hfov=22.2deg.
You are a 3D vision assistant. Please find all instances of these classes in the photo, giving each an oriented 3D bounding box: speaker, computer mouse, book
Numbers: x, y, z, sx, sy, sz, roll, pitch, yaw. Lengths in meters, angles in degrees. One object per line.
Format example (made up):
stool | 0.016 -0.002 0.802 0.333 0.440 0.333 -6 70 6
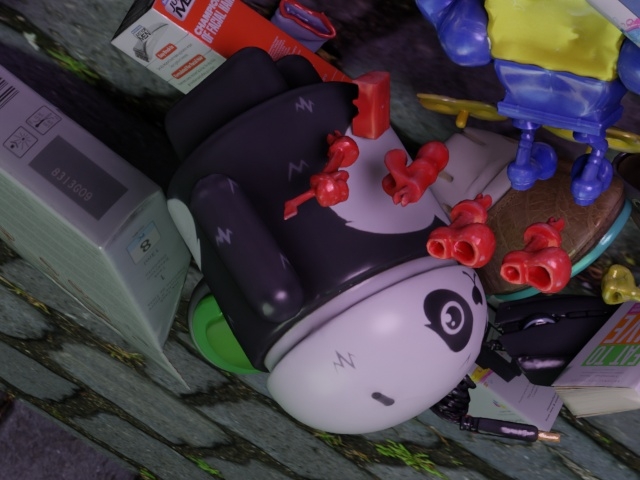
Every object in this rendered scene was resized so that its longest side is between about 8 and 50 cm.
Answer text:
speaker | -0.036 0.061 1.637 0.131 0.131 0.296 35 158 -15
computer mouse | 0.202 0.099 1.338 0.262 0.184 0.060 12 124 -7
book | 0.258 0.075 1.267 0.035 0.144 0.096 52 153 -14

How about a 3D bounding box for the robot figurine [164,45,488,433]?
robot figurine | 0.003 -0.001 1.148 0.278 0.209 0.173 61 155 16

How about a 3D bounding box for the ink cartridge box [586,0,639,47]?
ink cartridge box | 0.199 -0.165 0.781 0.212 0.154 0.093 38 156 -20

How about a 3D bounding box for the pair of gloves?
pair of gloves | -0.077 -0.177 1.288 0.198 0.023 0.159 30 157 -6

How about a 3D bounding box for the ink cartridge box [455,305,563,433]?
ink cartridge box | 0.141 0.117 1.613 0.175 0.072 0.127 37 158 -22

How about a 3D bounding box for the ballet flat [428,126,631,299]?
ballet flat | 0.129 -0.025 1.221 0.124 0.116 0.342 44 176 -1

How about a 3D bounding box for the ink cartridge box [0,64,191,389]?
ink cartridge box | -0.256 -0.022 1.692 0.308 0.091 0.385 36 165 22

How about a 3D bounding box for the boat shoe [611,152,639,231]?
boat shoe | 0.299 -0.026 1.053 0.092 0.103 0.285 37 164 -28

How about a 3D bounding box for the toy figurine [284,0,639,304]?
toy figurine | 0.156 -0.107 0.936 0.362 0.191 0.217 16 124 28

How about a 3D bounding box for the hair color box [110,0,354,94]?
hair color box | -0.068 -0.138 1.263 0.167 0.053 0.093 33 157 -18
